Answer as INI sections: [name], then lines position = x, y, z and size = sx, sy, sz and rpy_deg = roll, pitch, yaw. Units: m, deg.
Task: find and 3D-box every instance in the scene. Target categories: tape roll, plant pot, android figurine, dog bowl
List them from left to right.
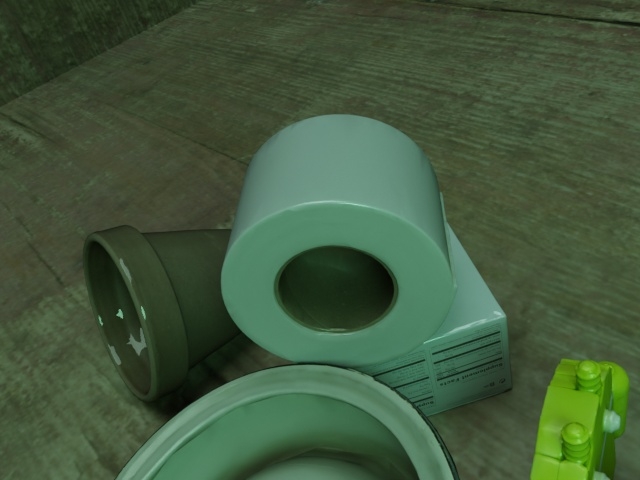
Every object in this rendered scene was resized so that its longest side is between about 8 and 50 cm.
[plant pot]
position = -0.207, 0.085, 1.001
size = 0.229, 0.263, 0.263
rpy_deg = -18, 33, -33
[dog bowl]
position = -0.040, 0.329, 0.643
size = 0.408, 0.150, 0.408
rpy_deg = -18, 38, 14
[tape roll]
position = 0.020, 0.004, 0.739
size = 0.246, 0.246, 0.169
rpy_deg = -9, 39, 11
[android figurine]
position = 0.239, 0.222, 0.595
size = 0.056, 0.273, 0.248
rpy_deg = 6, 42, 30

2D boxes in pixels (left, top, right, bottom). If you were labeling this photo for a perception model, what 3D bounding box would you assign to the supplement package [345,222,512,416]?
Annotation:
[supplement package]
position = 0.114, 0.097, 0.905
size = 0.204, 0.145, 0.262
rpy_deg = -18, 37, 0
